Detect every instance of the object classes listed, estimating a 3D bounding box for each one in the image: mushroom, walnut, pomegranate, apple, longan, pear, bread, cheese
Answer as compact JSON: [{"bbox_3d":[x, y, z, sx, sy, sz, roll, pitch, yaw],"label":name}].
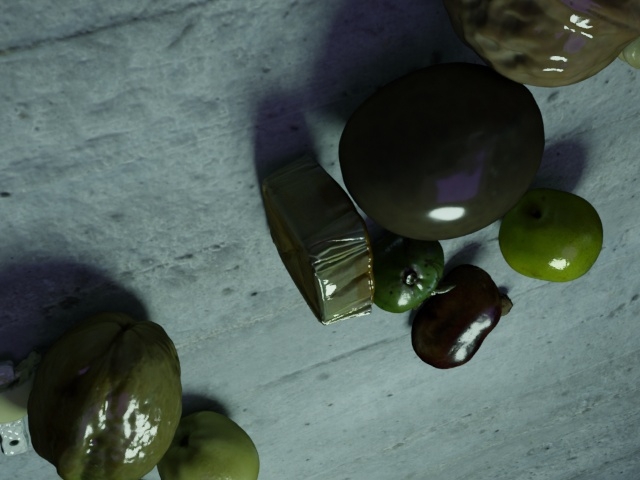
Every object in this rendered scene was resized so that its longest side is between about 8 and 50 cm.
[{"bbox_3d":[0.302,0.153,1.492,0.217,0.148,0.227,2,136,-49],"label":"mushroom"},{"bbox_3d":[-0.324,0.238,1.164,0.227,0.283,0.283,25,126,9],"label":"walnut"},{"bbox_3d":[0.154,0.061,1.315,0.152,0.131,0.191,-38,144,5],"label":"pomegranate"},{"bbox_3d":[-0.213,0.419,1.423,0.199,0.200,0.200,-14,135,-15],"label":"apple"},{"bbox_3d":[0.167,-0.121,1.072,0.300,0.243,0.300,-8,172,-1],"label":"longan"},{"bbox_3d":[0.422,0.001,1.363,0.180,0.166,0.216,-5,154,36],"label":"pear"},{"bbox_3d":[0.280,-0.325,0.923,0.273,0.273,0.227,-37,160,9],"label":"walnut"},{"bbox_3d":[0.002,0.001,1.121,0.109,0.210,0.192,-22,137,-13],"label":"bread"},{"bbox_3d":[-0.505,0.273,1.230,0.127,0.050,0.235,-10,134,-21],"label":"cheese"}]

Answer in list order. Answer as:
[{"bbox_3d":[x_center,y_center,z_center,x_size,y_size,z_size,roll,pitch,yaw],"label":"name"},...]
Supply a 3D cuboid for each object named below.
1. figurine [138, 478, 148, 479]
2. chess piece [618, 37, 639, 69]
[{"bbox_3d":[-0.368,0.557,1.508,0.175,0.133,0.236,-17,145,15],"label":"figurine"},{"bbox_3d":[0.541,-0.282,1.160,0.094,0.170,0.094,-14,133,-16],"label":"chess piece"}]
